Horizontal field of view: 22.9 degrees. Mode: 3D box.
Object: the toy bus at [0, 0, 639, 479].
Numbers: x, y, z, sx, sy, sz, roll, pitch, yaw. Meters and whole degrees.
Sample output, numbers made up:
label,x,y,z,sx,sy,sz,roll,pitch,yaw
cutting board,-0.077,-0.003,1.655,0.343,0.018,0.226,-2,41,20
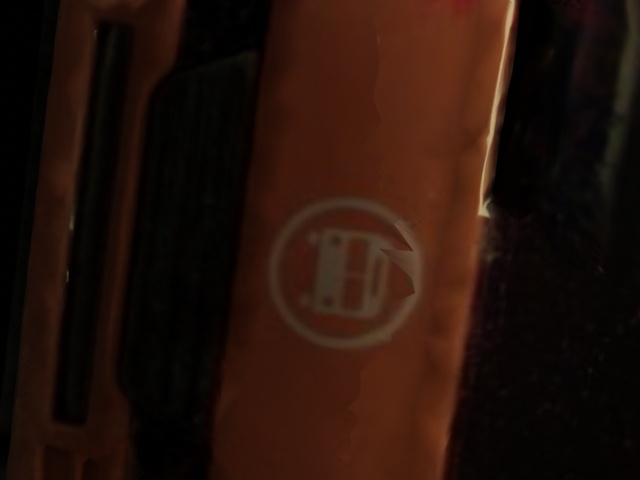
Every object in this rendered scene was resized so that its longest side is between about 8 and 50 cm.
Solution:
label,x,y,z,sx,sy,sz,roll,pitch,yaw
toy bus,0.044,-0.021,0.517,0.427,0.233,0.203,-54,152,-79
